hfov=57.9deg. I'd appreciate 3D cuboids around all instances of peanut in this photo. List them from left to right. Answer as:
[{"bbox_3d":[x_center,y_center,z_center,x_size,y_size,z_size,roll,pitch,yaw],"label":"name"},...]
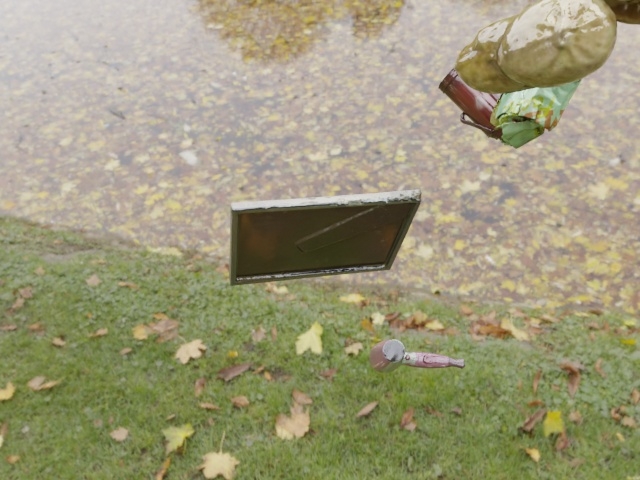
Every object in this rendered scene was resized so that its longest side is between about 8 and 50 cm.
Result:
[{"bbox_3d":[0.304,-0.280,0.847,0.137,0.122,0.253,-16,12,-20],"label":"peanut"}]

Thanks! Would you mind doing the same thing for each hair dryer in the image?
[{"bbox_3d":[0.166,0.196,0.972,0.154,0.106,0.054,5,72,-6],"label":"hair dryer"}]

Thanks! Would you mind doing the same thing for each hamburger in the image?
[{"bbox_3d":[0.423,-0.286,1.163,0.125,0.214,0.235,39,5,-5],"label":"hamburger"}]

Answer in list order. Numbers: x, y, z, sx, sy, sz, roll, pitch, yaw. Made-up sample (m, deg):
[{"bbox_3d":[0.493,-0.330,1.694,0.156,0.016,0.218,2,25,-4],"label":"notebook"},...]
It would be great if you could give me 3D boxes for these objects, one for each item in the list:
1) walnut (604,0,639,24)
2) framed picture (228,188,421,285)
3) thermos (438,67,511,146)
[{"bbox_3d":[0.435,-0.412,0.762,0.225,0.257,0.257,-5,41,-11],"label":"walnut"},{"bbox_3d":[0.000,0.000,1.002,0.315,0.232,0.024,-4,56,-13],"label":"framed picture"},{"bbox_3d":[0.392,-0.315,1.360,0.099,0.124,0.232,-35,78,-31],"label":"thermos"}]
